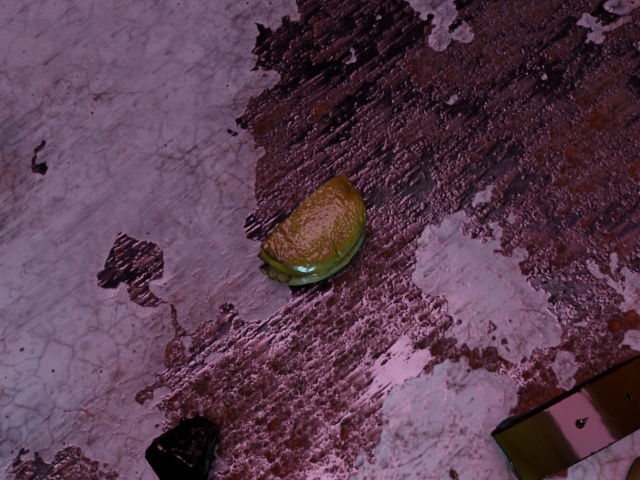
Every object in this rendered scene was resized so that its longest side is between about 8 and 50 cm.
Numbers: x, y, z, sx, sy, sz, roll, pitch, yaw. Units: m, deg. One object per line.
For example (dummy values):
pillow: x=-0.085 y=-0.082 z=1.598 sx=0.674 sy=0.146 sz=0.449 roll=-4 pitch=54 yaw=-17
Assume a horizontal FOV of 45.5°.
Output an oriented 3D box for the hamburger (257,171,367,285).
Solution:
hamburger: x=0.000 y=0.000 z=1.670 sx=0.283 sy=0.144 sz=0.156 roll=-44 pitch=79 yaw=-6

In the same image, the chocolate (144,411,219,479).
chocolate: x=-0.263 y=0.427 z=1.576 sx=0.156 sy=0.156 sz=0.133 roll=24 pitch=48 yaw=17

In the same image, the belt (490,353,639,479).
belt: x=0.490 y=0.328 z=1.426 sx=0.338 sy=0.217 sz=0.122 roll=-27 pitch=74 yaw=-5

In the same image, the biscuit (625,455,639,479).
biscuit: x=0.636 y=0.568 z=1.392 sx=0.237 sy=0.062 sz=0.291 roll=29 pitch=75 yaw=19
